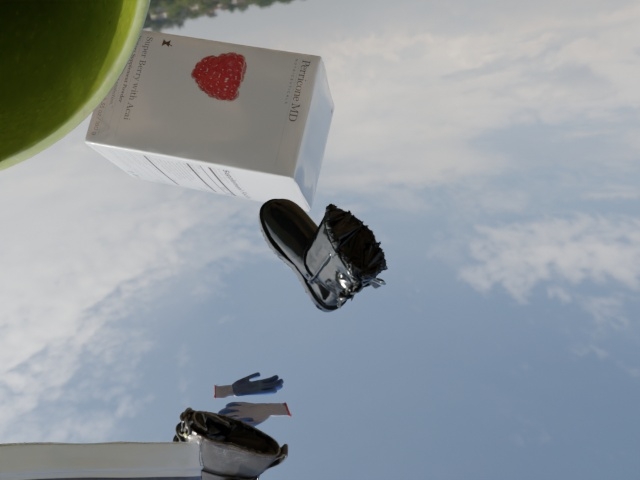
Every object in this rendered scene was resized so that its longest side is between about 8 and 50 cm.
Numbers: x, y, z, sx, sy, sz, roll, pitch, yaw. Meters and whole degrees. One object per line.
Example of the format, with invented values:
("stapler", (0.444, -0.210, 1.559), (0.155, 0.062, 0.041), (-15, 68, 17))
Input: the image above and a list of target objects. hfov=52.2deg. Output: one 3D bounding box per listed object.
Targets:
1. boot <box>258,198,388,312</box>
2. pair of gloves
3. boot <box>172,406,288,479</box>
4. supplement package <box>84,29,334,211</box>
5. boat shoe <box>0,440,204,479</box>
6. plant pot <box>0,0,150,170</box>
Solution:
("boot", (-0.001, 0.000, 0.528), (0.045, 0.121, 0.099), (-29, 169, -25))
("pair of gloves", (-0.149, 0.341, 1.392), (0.159, 0.023, 0.198), (-5, -160, -11))
("boot", (-0.196, 0.301, 0.868), (0.262, 0.229, 0.091), (16, -147, -13))
("supplement package", (-0.145, -0.169, 0.934), (0.292, 0.178, 0.175), (11, 170, 9))
("boat shoe", (-0.244, 0.227, 0.562), (0.302, 0.094, 0.109), (5, 155, -26))
("plant pot", (-0.238, -0.224, 0.349), (0.274, 0.275, 0.294), (-14, -134, -6))
